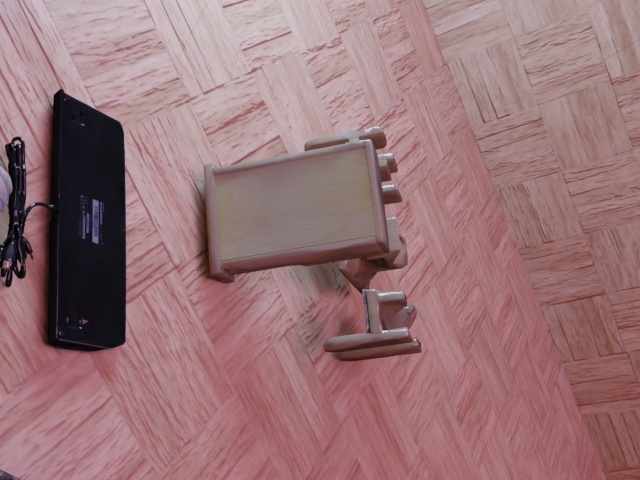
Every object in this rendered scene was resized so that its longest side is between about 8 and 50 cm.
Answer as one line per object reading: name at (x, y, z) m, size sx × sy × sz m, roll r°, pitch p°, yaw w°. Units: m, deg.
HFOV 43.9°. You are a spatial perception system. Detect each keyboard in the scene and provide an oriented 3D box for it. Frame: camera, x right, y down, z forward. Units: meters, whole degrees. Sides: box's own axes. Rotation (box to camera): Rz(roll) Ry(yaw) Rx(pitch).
keyboard at (-0.306, -0.030, 0.946) m, size 0.201 × 0.033 × 0.317 m, roll 28°, pitch 52°, yaw -58°

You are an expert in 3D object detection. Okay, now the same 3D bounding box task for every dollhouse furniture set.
dollhouse furniture set at (0.000, 0.000, 1.312) m, size 0.394 × 0.256 × 0.362 m, roll 48°, pitch 34°, yaw -70°

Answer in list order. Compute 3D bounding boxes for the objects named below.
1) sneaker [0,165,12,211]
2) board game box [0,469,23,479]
sneaker at (-0.406, -0.095, 0.765) m, size 0.237 × 0.085 × 0.086 m, roll 46°, pitch 48°, yaw -34°
board game box at (-0.252, 0.352, 0.584) m, size 0.232 × 0.141 × 0.291 m, roll 34°, pitch 36°, yaw -19°
